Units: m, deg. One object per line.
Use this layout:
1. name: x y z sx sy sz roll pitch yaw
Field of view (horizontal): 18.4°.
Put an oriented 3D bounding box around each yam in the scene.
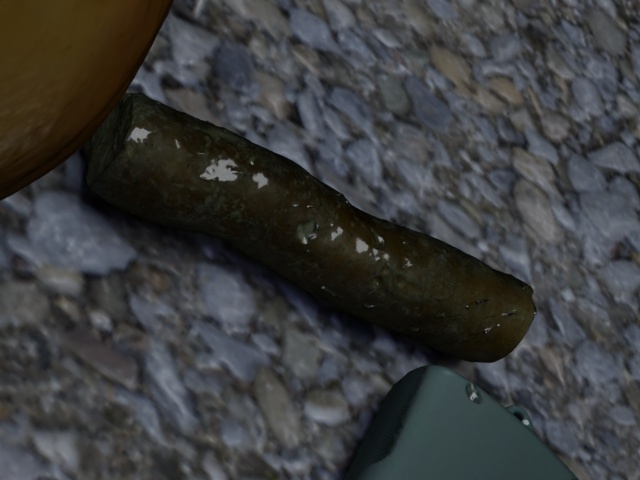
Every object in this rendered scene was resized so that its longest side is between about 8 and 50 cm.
1. yam: 0.000 0.000 0.981 0.253 0.061 0.061 26 51 -27

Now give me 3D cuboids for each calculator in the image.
1. calculator: 0.059 0.166 0.938 0.141 0.045 0.246 42 46 -13

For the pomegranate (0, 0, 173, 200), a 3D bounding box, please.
1. pomegranate: -0.230 -0.172 0.652 0.411 0.411 0.411 21 53 -30
